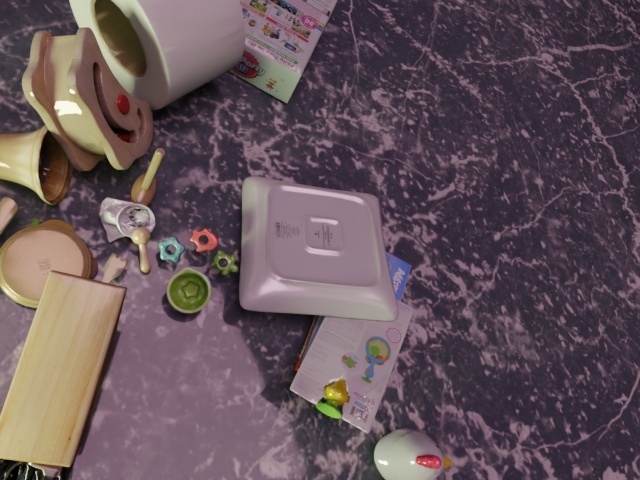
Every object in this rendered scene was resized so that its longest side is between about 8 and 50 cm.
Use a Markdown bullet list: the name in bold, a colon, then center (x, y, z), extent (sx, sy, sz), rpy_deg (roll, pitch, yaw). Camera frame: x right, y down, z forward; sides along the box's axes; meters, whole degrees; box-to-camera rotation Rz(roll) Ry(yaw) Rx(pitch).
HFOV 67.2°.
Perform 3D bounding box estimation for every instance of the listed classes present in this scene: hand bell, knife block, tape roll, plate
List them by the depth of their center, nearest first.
- **knife block**: center (-0.321, 0.208, 0.567), extent (0.088, 0.276, 0.242), rpy_deg (17, 35, -18)
- **hand bell**: center (-0.510, -0.128, 0.702), extent (0.242, 0.126, 0.126), rpy_deg (6, 68, -9)
- **tape roll**: center (-0.269, -0.366, 0.802), extent (0.246, 0.246, 0.169), rpy_deg (48, 59, 0)
- **plate**: center (0.000, 0.000, 0.849), extent (0.278, 0.045, 0.277), rpy_deg (7, 55, -16)

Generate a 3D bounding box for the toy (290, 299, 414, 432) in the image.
- **toy**: center (0.054, 0.183, 0.802), extent (0.137, 0.056, 0.237), rpy_deg (29, 51, 1)

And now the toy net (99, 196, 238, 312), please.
- **toy net**: center (-0.247, 0.003, 0.759), extent (0.232, 0.045, 0.122), rpy_deg (42, 87, -4)

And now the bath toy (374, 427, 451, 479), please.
- **bath toy**: center (0.161, 0.472, 0.734), extent (0.151, 0.129, 0.348), rpy_deg (9, 67, -20)

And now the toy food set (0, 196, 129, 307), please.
- **toy food set**: center (-0.404, 0.035, 0.713), extent (0.192, 0.038, 0.132), rpy_deg (32, 68, -16)

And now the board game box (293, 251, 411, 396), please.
- **board game box**: center (0.067, 0.134, 0.881), extent (0.145, 0.027, 0.281), rpy_deg (28, 62, -10)

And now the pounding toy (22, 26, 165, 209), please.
- **pounding toy**: center (-0.299, -0.190, 0.737), extent (0.155, 0.269, 0.154), rpy_deg (-1, 51, 8)

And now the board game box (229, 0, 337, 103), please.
- **board game box**: center (-0.102, -0.468, 1.000), extent (0.224, 0.097, 0.303), rpy_deg (27, 61, -11)
